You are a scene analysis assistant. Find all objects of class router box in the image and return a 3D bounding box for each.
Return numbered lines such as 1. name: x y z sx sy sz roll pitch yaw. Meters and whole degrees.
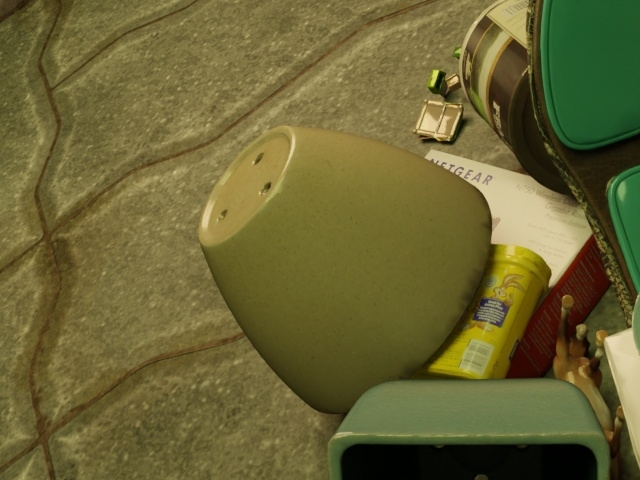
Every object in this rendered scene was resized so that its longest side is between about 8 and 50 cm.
1. router box: 0.181 0.049 1.579 0.335 0.082 0.301 21 68 49

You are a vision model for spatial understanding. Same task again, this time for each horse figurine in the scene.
1. horse figurine: 0.288 0.184 1.316 0.066 0.174 0.263 -8 56 0

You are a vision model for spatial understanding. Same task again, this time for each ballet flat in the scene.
1. ballet flat: 0.321 -0.092 1.345 0.164 0.483 0.182 -18 0 -1

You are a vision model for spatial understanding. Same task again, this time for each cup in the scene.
1. cup: 0.000 0.000 1.451 0.331 0.237 0.331 -40 28 25

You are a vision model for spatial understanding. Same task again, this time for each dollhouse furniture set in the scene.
1. dollhouse furniture set: 0.201 -0.211 1.874 0.076 0.058 0.151 14 82 39

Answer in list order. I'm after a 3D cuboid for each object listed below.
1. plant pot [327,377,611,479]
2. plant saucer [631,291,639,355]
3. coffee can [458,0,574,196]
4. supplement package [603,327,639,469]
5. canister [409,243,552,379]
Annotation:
1. plant pot: 0.153 0.250 1.232 0.248 0.247 0.252 -2 17 9
2. plant saucer: 0.383 0.066 1.131 0.195 0.037 0.195 -24 38 20
3. coffee can: 0.302 -0.194 1.568 0.201 0.201 0.275 -35 21 7
4. supplement package: 0.449 0.148 1.170 0.293 0.177 0.175 -26 38 19
5. canister: 0.175 0.092 1.411 0.126 0.073 0.170 3 56 43
